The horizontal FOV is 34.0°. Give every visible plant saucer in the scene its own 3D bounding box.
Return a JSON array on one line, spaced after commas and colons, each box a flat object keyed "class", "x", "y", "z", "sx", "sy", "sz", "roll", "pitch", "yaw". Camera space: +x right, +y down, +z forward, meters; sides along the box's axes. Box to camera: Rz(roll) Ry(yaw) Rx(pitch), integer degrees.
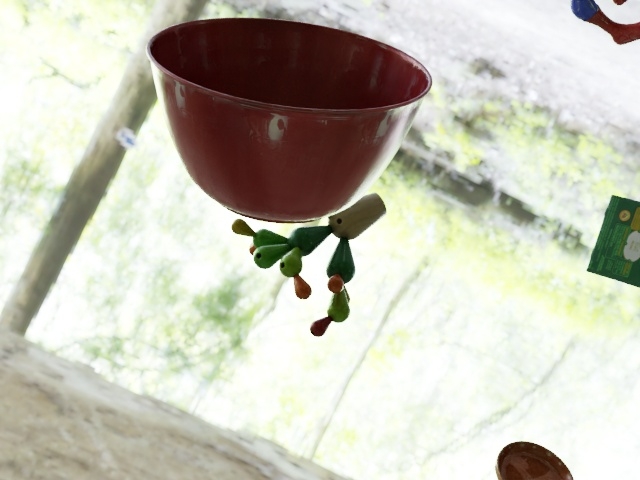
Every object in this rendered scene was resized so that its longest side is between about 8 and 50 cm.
[{"class": "plant saucer", "x": 0.211, "y": 0.235, "z": 1.032, "sx": 0.084, "sy": 0.013, "sz": 0.083, "roll": 13, "pitch": -141, "yaw": -10}]

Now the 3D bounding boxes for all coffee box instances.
[{"class": "coffee box", "x": 0.448, "y": 0.016, "z": 1.352, "sx": 0.184, "sy": 0.113, "sz": 0.040, "roll": 18, "pitch": 180, "yaw": 38}]

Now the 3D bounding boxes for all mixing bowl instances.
[{"class": "mixing bowl", "x": -0.025, "y": -0.073, "z": 0.682, "sx": 0.182, "sy": 0.098, "sz": 0.181, "roll": 7, "pitch": -154, "yaw": -3}]

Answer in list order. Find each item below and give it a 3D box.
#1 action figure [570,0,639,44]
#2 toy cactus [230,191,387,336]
[{"class": "action figure", "x": 0.245, "y": -0.300, "z": 1.011, "sx": 0.280, "sy": 0.091, "sz": 0.139, "roll": 20, "pitch": 151, "yaw": -30}, {"class": "toy cactus", "x": 0.000, "y": 0.000, "z": 1.303, "sx": 0.219, "sy": 0.181, "sz": 0.112, "roll": 56, "pitch": 161, "yaw": 23}]
